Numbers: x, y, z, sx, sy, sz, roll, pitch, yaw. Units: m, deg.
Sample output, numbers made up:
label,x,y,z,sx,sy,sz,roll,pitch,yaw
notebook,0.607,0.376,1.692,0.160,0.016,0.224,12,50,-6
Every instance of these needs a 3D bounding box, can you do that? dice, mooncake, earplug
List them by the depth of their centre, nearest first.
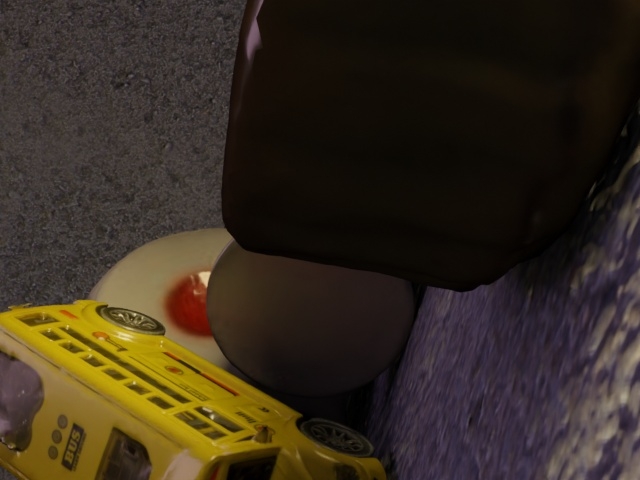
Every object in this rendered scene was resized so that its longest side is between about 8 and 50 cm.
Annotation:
label,x,y,z,sx,sy,sz,roll,pitch,yaw
mooncake,0.060,-0.120,0.488,0.290,0.161,0.290,-165,90,-89
earplug,0.000,0.000,0.940,0.301,0.172,0.172,-81,7,-68
dice,-0.116,0.160,1.042,0.259,0.243,0.251,-120,28,-48

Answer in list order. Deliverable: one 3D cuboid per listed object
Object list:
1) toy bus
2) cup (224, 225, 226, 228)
label,x,y,z,sx,sy,sz,roll,pitch,yaw
toy bus,-0.119,0.165,0.755,0.152,0.330,0.144,7,-75,-59
cup,0.005,-0.012,1.182,0.150,0.199,0.199,-55,-8,-29
